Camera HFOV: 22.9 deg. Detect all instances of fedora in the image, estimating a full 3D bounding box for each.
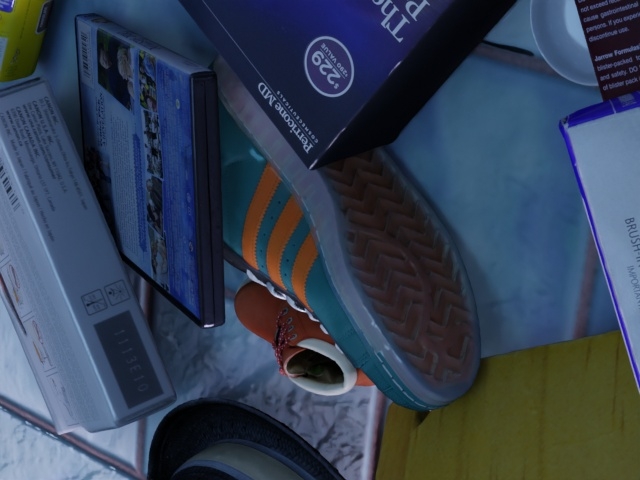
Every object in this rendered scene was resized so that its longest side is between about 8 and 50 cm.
[{"bbox_3d":[-0.073,0.280,1.168,0.334,0.152,0.334,29,130,41],"label":"fedora"}]

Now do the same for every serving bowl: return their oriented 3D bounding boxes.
[{"bbox_3d":[0.169,-0.136,0.951,0.083,0.027,0.083,14,112,36],"label":"serving bowl"}]

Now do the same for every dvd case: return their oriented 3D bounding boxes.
[{"bbox_3d":[-0.128,-0.059,1.157,0.253,0.022,0.180,32,128,59],"label":"dvd case"}]

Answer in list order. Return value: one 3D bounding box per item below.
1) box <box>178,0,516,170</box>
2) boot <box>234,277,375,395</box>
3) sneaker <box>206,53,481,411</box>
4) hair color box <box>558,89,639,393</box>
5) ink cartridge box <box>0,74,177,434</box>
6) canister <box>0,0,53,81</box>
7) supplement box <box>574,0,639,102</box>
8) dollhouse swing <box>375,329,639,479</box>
[{"bbox_3d":[-0.009,-0.207,1.028,0.261,0.103,0.184,52,133,13],"label":"box"},{"bbox_3d":[-0.015,0.066,1.135,0.158,0.084,0.059,19,118,36],"label":"boot"},{"bbox_3d":[0.000,0.000,1.088,0.121,0.108,0.302,-49,62,41],"label":"sneaker"},{"bbox_3d":[0.300,-0.018,0.731,0.339,0.110,0.185,-17,95,10],"label":"hair color box"},{"bbox_3d":[-0.221,0.025,1.302,0.275,0.060,0.239,68,160,1],"label":"ink cartridge box"},{"bbox_3d":[-0.259,-0.226,1.245,0.126,0.073,0.170,39,127,23],"label":"canister"},{"bbox_3d":[0.200,-0.135,0.858,0.073,0.130,0.239,-13,97,42],"label":"supplement box"},{"bbox_3d":[0.249,0.260,0.998,0.347,0.305,0.315,-17,52,42],"label":"dollhouse swing"}]
